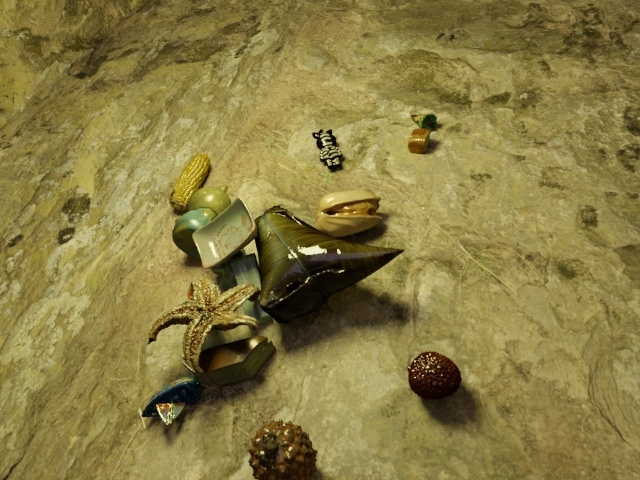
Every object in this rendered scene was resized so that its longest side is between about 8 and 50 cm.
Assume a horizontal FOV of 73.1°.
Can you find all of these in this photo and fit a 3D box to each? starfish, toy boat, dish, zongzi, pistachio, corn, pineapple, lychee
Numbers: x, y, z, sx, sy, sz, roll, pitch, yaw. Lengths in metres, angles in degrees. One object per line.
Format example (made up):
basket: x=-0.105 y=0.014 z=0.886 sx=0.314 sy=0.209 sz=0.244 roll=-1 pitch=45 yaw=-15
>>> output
starfish: x=-0.304 y=0.223 z=1.205 sx=0.312 sy=0.113 sz=0.303 roll=3 pitch=47 yaw=17
toy boat: x=-0.409 y=0.450 z=1.175 sx=0.175 sy=0.091 sz=0.110 roll=-25 pitch=34 yaw=0
dish: x=-0.284 y=-0.014 z=1.347 sx=0.212 sy=0.077 sz=0.151 roll=-37 pitch=58 yaw=13
zongzi: x=0.000 y=0.000 z=1.315 sx=0.432 sy=0.208 sz=0.403 roll=-28 pitch=48 yaw=13
pistachio: x=0.094 y=-0.090 z=1.450 sx=0.229 sy=0.157 sz=0.157 roll=-8 pitch=51 yaw=0
corn: x=-0.525 y=-0.241 z=1.739 sx=0.106 sy=0.106 sz=0.293 roll=1 pitch=51 yaw=15
pineapple: x=-0.093 y=0.493 z=0.999 sx=0.166 sy=0.193 sz=0.166 roll=-9 pitch=49 yaw=11
lychee: x=0.283 y=0.335 z=1.076 sx=0.129 sy=0.123 sz=0.123 roll=-12 pitch=50 yaw=20

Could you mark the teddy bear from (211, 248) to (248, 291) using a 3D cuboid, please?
teddy bear: x=-0.300 y=0.078 z=1.426 sx=0.133 sy=0.111 sz=0.213 roll=-25 pitch=50 yaw=-1

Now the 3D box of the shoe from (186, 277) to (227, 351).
shoe: x=-0.371 y=0.236 z=1.332 sx=0.110 sy=0.095 sz=0.265 roll=-25 pitch=53 yaw=-5

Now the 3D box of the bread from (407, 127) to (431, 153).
bread: x=0.375 y=-0.381 z=1.641 sx=0.070 sy=0.076 sz=0.083 roll=17 pitch=60 yaw=21

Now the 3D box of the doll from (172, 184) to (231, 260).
doll: x=-0.408 y=-0.078 z=1.529 sx=0.177 sy=0.161 sz=0.260 roll=-41 pitch=22 yaw=39

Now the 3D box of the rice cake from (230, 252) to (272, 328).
rice cake: x=-0.214 y=0.154 z=1.341 sx=0.085 sy=0.040 sz=0.226 roll=-18 pitch=73 yaw=-1

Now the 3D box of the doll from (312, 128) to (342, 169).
doll: x=0.030 y=-0.366 z=1.722 sx=0.091 sy=0.067 sz=0.219 roll=-14 pitch=56 yaw=-2

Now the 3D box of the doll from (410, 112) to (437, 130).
doll: x=0.409 y=-0.468 z=1.725 sx=0.078 sy=0.076 sz=0.113 roll=-4 pitch=16 yaw=-21

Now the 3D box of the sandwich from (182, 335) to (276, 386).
sandwich: x=-0.256 y=0.343 z=1.220 sx=0.258 sy=0.094 sz=0.096 roll=-16 pitch=46 yaw=3
